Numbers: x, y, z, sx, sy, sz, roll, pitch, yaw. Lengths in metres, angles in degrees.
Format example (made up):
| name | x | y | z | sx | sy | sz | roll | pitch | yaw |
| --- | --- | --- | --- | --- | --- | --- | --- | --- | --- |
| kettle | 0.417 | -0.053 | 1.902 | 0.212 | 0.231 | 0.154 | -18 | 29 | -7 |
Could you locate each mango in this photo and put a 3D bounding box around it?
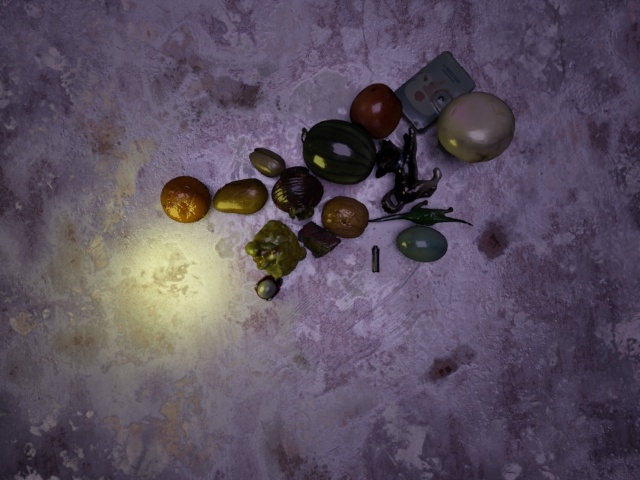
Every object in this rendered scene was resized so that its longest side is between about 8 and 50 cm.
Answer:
| name | x | y | z | sx | sy | sz | roll | pitch | yaw |
| --- | --- | --- | --- | --- | --- | --- | --- | --- | --- |
| mango | -0.373 | -0.202 | 1.879 | 0.262 | 0.130 | 0.167 | -5 | 98 | 5 |

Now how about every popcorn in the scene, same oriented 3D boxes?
| name | x | y | z | sx | sy | sz | roll | pitch | yaw |
| --- | --- | --- | --- | --- | --- | --- | --- | --- | --- |
| popcorn | -0.202 | 0.052 | 1.847 | 0.250 | 0.235 | 0.242 | 47 | 73 | -15 |

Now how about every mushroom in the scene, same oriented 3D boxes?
| name | x | y | z | sx | sy | sz | roll | pitch | yaw |
| --- | --- | --- | --- | --- | --- | --- | --- | --- | --- |
| mushroom | 0.660 | -0.502 | 1.742 | 0.315 | 0.356 | 0.315 | 1 | 127 | 2 |

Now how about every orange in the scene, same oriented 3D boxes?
| name | x | y | z | sx | sy | sz | roll | pitch | yaw |
| --- | --- | --- | --- | --- | --- | --- | --- | --- | --- |
| orange | -0.613 | -0.186 | 1.840 | 0.219 | 0.193 | 0.219 | -21 | 125 | -33 |

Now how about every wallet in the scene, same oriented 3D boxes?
| name | x | y | z | sx | sy | sz | roll | pitch | yaw |
| --- | --- | --- | --- | --- | --- | --- | --- | --- | --- |
| wallet | 0.530 | -0.689 | 1.894 | 0.360 | 0.083 | 0.252 | -39 | 88 | 1 |

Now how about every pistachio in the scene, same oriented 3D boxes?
| name | x | y | z | sx | sy | sz | roll | pitch | yaw |
| --- | --- | --- | --- | --- | --- | --- | --- | --- | --- |
| pistachio | -0.244 | -0.363 | 1.874 | 0.185 | 0.124 | 0.124 | 31 | 92 | 0 |

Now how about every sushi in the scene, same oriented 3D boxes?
| name | x | y | z | sx | sy | sz | roll | pitch | yaw |
| --- | --- | --- | --- | --- | --- | --- | --- | --- | --- |
| sushi | -0.014 | -0.014 | 1.844 | 0.161 | 0.241 | 0.107 | 46 | 71 | -7 |

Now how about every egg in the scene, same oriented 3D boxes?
| name | x | y | z | sx | sy | sz | roll | pitch | yaw |
| --- | --- | --- | --- | --- | --- | --- | --- | --- | --- |
| egg | 0.472 | 0.016 | 1.879 | 0.236 | 0.169 | 0.169 | 7 | 93 | -4 |

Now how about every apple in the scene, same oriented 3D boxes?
| name | x | y | z | sx | sy | sz | roll | pitch | yaw |
| --- | --- | --- | --- | --- | --- | --- | --- | --- | --- |
| apple | 0.253 | -0.584 | 1.805 | 0.254 | 0.253 | 0.253 | 0 | 93 | -1 |

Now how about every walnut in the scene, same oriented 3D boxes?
| name | x | y | z | sx | sy | sz | roll | pitch | yaw |
| --- | --- | --- | --- | --- | --- | --- | --- | --- | --- |
| walnut | 0.113 | -0.104 | 1.865 | 0.226 | 0.193 | 0.193 | 23 | 92 | -4 |

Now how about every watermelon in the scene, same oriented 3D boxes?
| name | x | y | z | sx | sy | sz | roll | pitch | yaw |
| --- | --- | --- | --- | --- | --- | --- | --- | --- | --- |
| watermelon | 0.072 | -0.397 | 1.801 | 0.359 | 0.279 | 0.279 | 19 | 92 | 5 |

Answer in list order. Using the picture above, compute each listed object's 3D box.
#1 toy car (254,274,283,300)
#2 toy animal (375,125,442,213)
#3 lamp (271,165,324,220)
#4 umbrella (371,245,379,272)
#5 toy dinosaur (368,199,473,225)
| name | x | y | z | sx | sy | sz | roll | pitch | yaw |
| --- | --- | --- | --- | --- | --- | --- | --- | --- | --- |
| toy car | -0.246 | 0.221 | 1.907 | 0.112 | 0.112 | 0.139 | 43 | 92 | -2 |
| toy animal | 0.358 | -0.312 | 1.852 | 0.303 | 0.194 | 0.344 | -31 | 87 | -5 |
| lamp | -0.103 | -0.208 | 1.832 | 0.247 | 0.247 | 0.247 | 0 | 93 | -1 |
| umbrella | 0.269 | 0.091 | 1.950 | 0.036 | 0.031 | 0.133 | -2 | 93 | -27 |
| toy dinosaur | 0.432 | -0.098 | 1.835 | 0.301 | 0.447 | 0.087 | -20 | 114 | -29 |
